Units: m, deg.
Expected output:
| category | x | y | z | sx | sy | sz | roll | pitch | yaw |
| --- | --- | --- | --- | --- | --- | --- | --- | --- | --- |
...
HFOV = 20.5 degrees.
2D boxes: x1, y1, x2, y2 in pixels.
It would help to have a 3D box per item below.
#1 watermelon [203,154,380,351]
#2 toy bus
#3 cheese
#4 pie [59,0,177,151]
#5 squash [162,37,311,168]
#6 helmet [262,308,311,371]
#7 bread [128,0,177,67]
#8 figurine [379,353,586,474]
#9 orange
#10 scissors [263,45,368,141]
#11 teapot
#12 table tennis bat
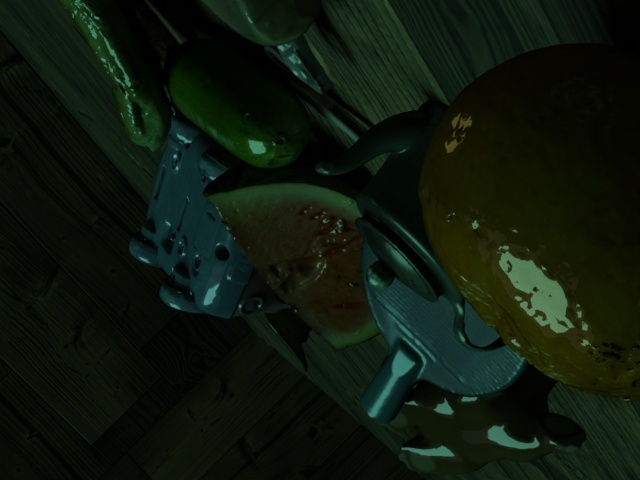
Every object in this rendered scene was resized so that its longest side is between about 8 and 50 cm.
| category | x | y | z | sx | sy | sz | roll | pitch | yaw |
| --- | --- | --- | --- | --- | --- | --- | --- | --- | --- |
| watermelon | 0.005 | -0.022 | 2.041 | 0.303 | 0.159 | 0.128 | 50 | -159 | -39 |
| toy bus | -0.085 | -0.025 | 2.185 | 0.232 | 0.197 | 0.294 | 10 | -162 | -27 |
| cheese | -0.054 | -0.218 | 1.528 | 0.163 | 0.082 | 0.286 | 40 | 172 | 40 |
| pie | -0.244 | -0.249 | 2.060 | 0.302 | 0.067 | 0.302 | -25 | -90 | -86 |
| squash | -0.097 | -0.157 | 1.922 | 0.101 | 0.101 | 0.379 | 50 | 174 | -28 |
| helmet | -0.049 | 0.052 | 2.586 | 0.257 | 0.137 | 0.204 | 48 | 175 | 34 |
| bread | -0.237 | -0.270 | 2.253 | 0.132 | 0.053 | 0.074 | 49 | 171 | -35 |
| figurine | 0.174 | 0.152 | 1.942 | 0.177 | 0.173 | 0.247 | 43 | 141 | -12 |
| orange | 0.165 | -0.013 | 1.031 | 0.219 | 0.193 | 0.219 | 55 | -172 | -12 |
| scissors | 0.003 | -0.140 | 1.804 | 0.176 | 0.022 | 0.085 | 44 | 172 | 37 |
| teapot | 0.102 | -0.005 | 1.530 | 0.239 | 0.149 | 0.162 | 49 | 170 | -18 |
| table tennis bat | 0.112 | 0.078 | 1.764 | 0.215 | 0.044 | 0.329 | 44 | 141 | 16 |
